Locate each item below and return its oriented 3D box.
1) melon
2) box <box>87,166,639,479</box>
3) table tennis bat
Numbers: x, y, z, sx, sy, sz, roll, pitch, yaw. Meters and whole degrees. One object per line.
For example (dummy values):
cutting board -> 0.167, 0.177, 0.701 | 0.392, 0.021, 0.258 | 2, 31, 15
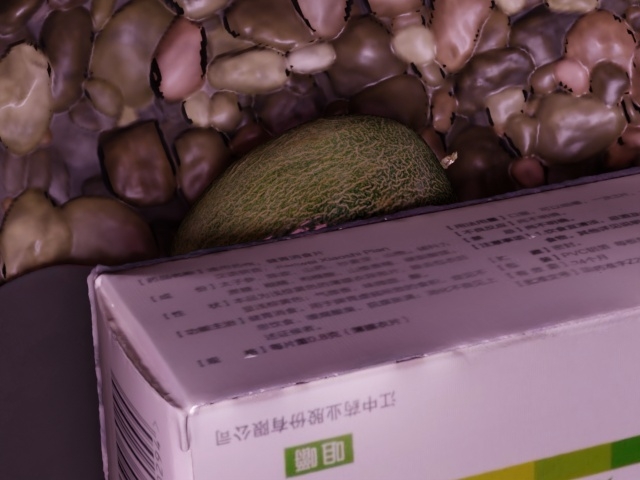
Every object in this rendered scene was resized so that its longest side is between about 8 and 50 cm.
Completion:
melon -> 0.000, 0.000, 0.987 | 0.167, 0.114, 0.114 | -30, 91, -8
box -> 0.071, 0.087, 0.906 | 0.333, 0.145, 0.173 | -11, 117, -20
table tennis bat -> -0.183, 0.143, 1.022 | 0.301, 0.022, 0.173 | -44, 70, 6
